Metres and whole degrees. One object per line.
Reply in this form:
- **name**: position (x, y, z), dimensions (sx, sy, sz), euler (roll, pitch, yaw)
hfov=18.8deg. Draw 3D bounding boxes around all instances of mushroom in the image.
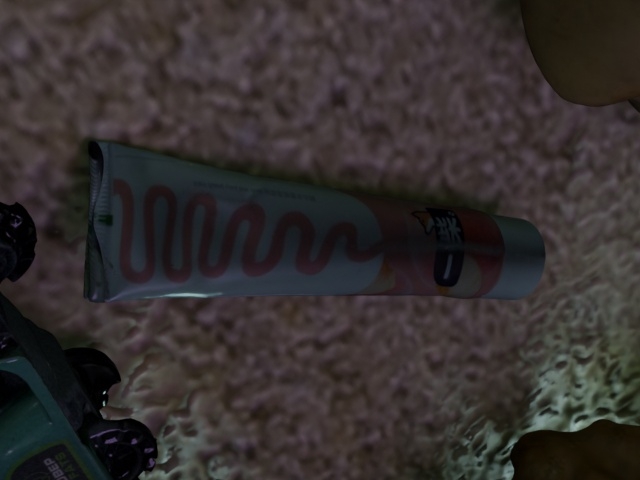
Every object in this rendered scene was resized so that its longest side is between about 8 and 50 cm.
- **mushroom**: position (0.185, -0.073, 0.762), dimensions (0.247, 0.096, 0.108), euler (5, 143, -36)

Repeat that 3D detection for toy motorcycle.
- **toy motorcycle**: position (-0.119, 0.055, 0.661), dimensions (0.100, 0.058, 0.173), euler (-30, 138, -6)

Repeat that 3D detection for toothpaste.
- **toothpaste**: position (0.000, 0.000, 0.720), dimensions (0.205, 0.036, 0.056), euler (5, 80, -39)

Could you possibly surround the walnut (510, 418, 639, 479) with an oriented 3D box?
- **walnut**: position (0.162, 0.189, 0.845), dimensions (0.222, 0.269, 0.243), euler (14, 84, -83)
